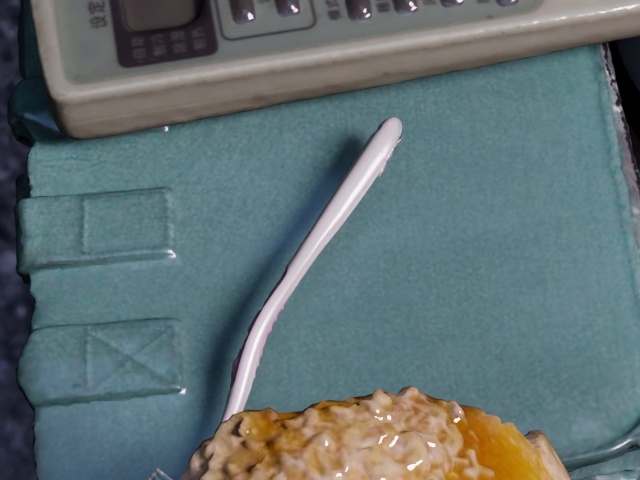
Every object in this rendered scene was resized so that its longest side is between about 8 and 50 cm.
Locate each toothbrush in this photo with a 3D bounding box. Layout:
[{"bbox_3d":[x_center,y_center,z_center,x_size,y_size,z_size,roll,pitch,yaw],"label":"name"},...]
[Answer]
[{"bbox_3d":[-0.017,0.032,0.753,0.022,0.017,0.204,34,70,-3],"label":"toothbrush"}]

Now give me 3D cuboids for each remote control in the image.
[{"bbox_3d":[0.016,-0.122,0.815,0.285,0.038,0.123,-9,60,-1],"label":"remote control"}]

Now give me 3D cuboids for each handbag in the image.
[{"bbox_3d":[0.002,0.002,0.832,0.274,0.100,0.268,-10,64,-1],"label":"handbag"}]

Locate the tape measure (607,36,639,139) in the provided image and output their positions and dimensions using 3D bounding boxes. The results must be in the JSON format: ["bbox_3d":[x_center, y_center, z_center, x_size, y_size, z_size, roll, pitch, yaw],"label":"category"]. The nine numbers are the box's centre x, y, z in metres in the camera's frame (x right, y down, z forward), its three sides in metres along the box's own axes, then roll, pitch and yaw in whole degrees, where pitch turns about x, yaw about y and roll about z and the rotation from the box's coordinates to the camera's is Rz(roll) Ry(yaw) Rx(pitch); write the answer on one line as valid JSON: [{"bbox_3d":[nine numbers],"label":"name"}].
[{"bbox_3d":[0.224,-0.105,0.871,0.182,0.107,0.181,-20,55,-11],"label":"tape measure"}]

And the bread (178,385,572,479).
[{"bbox_3d":[-0.041,0.176,0.642,0.314,0.171,0.192,-10,56,-6],"label":"bread"}]
